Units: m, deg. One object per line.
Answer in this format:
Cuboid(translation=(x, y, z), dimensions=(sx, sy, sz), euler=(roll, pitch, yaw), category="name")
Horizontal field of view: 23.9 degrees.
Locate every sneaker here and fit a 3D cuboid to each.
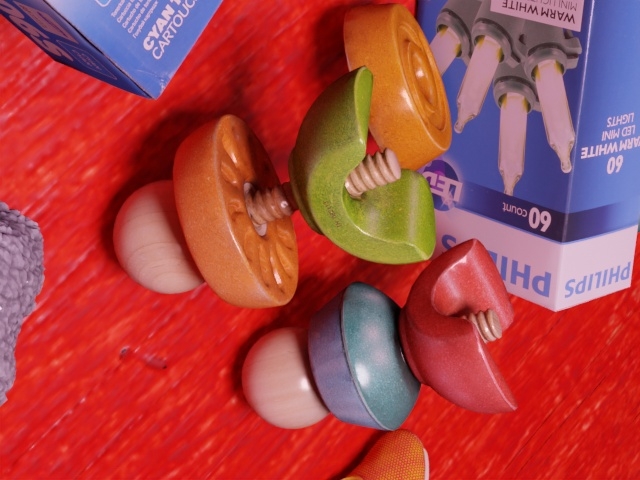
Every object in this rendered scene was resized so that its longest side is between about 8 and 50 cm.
Cuboid(translation=(0.008, 0.188, 0.954), dimensions=(0.175, 0.064, 0.067), euler=(-53, 125, -19), category="sneaker")

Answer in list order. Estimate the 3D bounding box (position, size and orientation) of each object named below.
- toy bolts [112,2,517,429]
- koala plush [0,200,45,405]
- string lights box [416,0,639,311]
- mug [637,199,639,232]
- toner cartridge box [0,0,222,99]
Cuboid(translation=(0.000, 0.000, 0.853), dimensions=(0.218, 0.158, 0.228), euler=(-79, 146, -55), category="toy bolts")
Cuboid(translation=(-0.235, -0.005, 0.559), dimensions=(0.221, 0.203, 0.196), euler=(43, 75, -33), category="koala plush")
Cuboid(translation=(0.127, -0.104, 0.896), dimensions=(0.077, 0.133, 0.259), euler=(-14, 115, -41), category="string lights box")
Cuboid(translation=(0.193, -0.077, 0.966), dimensions=(0.097, 0.129, 0.157), euler=(-14, 145, -42), category="mug")
Cuboid(translation=(-0.040, -0.247, 0.619), dimensions=(0.348, 0.075, 0.165), euler=(-58, 142, -8), category="toner cartridge box")
